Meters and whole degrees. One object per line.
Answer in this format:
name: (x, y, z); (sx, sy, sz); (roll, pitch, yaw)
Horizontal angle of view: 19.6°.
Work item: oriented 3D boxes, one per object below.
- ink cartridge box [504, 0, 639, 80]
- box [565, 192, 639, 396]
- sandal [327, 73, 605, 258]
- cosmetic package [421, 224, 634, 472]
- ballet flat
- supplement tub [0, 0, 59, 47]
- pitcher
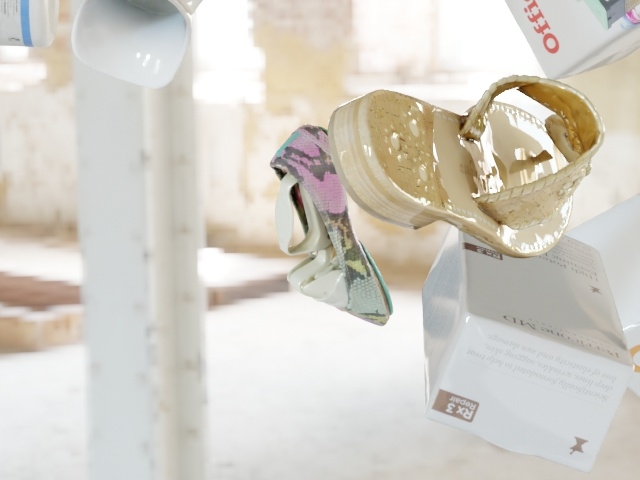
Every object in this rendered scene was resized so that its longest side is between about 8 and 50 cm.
ink cartridge box: (0.265, -0.289, 1.570); (0.117, 0.201, 0.278); (-22, -9, -41)
box: (0.452, 0.091, 1.992); (0.215, 0.168, 0.345); (-30, -48, 26)
sandal: (0.102, -0.044, 0.926); (0.079, 0.088, 0.240); (-21, -13, 31)
cosmetic package: (0.134, 0.058, 1.254); (0.117, 0.085, 0.231); (19, 17, -5)
ballet flat: (0.000, 0.000, 1.677); (0.079, 0.221, 0.077); (-34, 36, -23)
supplement tub: (-0.220, -0.157, 1.165); (0.107, 0.071, 0.071); (2, 8, -1)
pitcher: (-0.104, -0.241, 1.359); (0.125, 0.207, 0.178); (22, -31, -9)
